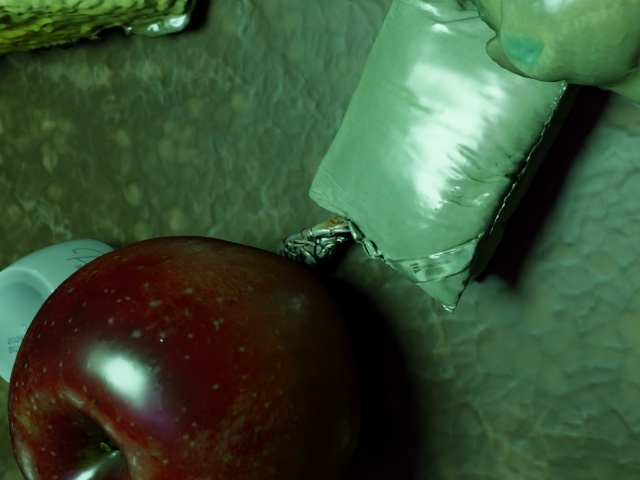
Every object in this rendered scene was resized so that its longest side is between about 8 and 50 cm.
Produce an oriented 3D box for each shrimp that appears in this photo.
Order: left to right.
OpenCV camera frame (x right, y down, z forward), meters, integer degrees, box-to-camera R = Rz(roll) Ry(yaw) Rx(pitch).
[{"bbox_3d":[0.000,0.000,0.837,0.092,0.038,0.029,-29,82,33],"label":"shrimp"}]

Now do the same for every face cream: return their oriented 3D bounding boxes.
[{"bbox_3d":[-0.185,0.058,0.925,0.117,0.104,0.117,4,97,32],"label":"face cream"}]

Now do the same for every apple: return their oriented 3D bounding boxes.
[{"bbox_3d":[-0.084,0.103,0.802,0.218,0.201,0.218,8,107,27],"label":"apple"}]

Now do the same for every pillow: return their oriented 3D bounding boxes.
[{"bbox_3d":[0.078,-0.070,0.755,0.134,0.078,0.181,36,112,23],"label":"pillow"}]

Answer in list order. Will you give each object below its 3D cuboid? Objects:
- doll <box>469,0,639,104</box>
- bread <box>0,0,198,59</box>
[{"bbox_3d":[0.210,-0.170,0.564,0.349,0.247,0.247,-3,95,42],"label":"doll"},{"bbox_3d":[-0.231,-0.236,0.889,0.262,0.162,0.204,-10,79,19],"label":"bread"}]
